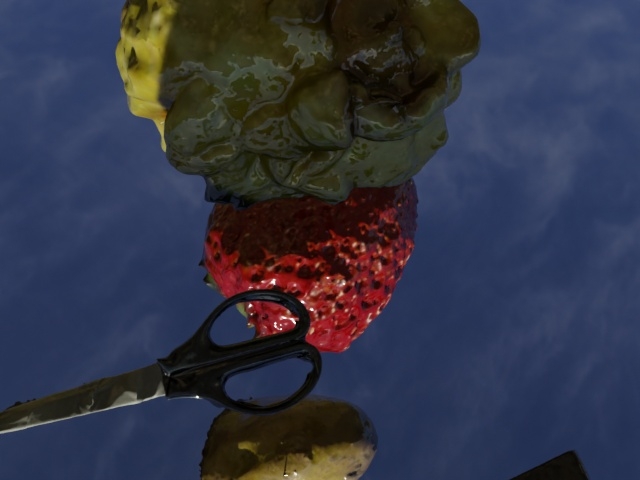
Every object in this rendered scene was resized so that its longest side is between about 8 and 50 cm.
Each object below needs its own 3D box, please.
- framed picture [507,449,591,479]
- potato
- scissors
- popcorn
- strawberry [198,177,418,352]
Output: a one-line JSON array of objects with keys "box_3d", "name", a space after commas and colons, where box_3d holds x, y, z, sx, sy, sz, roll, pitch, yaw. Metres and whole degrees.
[{"box_3d": [0.266, 0.453, 1.085, 0.014, 0.255, 0.339, 16, -135, -51], "name": "framed picture"}, {"box_3d": [-0.035, 0.347, 1.524, 0.266, 0.229, 0.229, -17, -140, 33], "name": "potato"}, {"box_3d": [-0.147, 0.122, 0.784, 0.299, 0.022, 0.109, -15, -96, -8], "name": "scissors"}, {"box_3d": [-0.016, -0.144, 0.742, 0.286, 0.252, 0.215, 7, -117, -22], "name": "popcorn"}, {"box_3d": [0.000, 0.000, 1.152, 0.257, 0.277, 0.257, 38, -163, -14], "name": "strawberry"}]
